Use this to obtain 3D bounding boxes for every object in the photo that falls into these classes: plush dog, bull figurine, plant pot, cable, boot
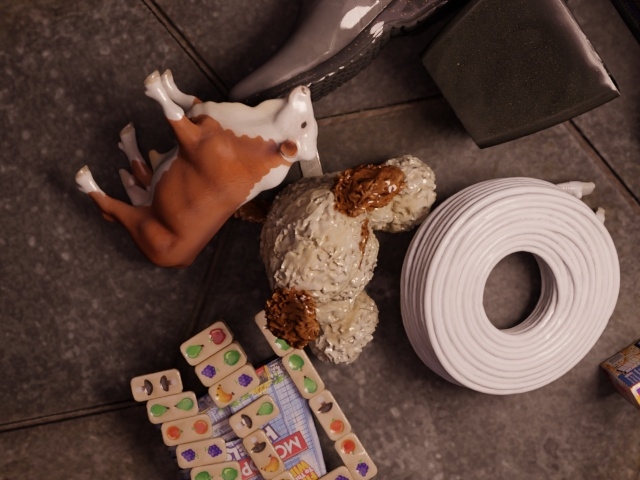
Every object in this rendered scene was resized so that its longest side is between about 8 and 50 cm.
[{"bbox_3d":[0.000,0.000,1.703,0.210,0.225,0.262,25,93,-3],"label":"plush dog"},{"bbox_3d":[-0.138,-0.089,1.702,0.188,0.101,0.310,44,126,0],"label":"bull figurine"},{"bbox_3d":[0.219,-0.204,1.727,0.167,0.187,0.188,-34,94,14],"label":"plant pot"},{"bbox_3d":[0.219,0.055,1.747,0.257,0.089,0.257,3,102,-22],"label":"cable"},{"bbox_3d":[-0.004,-0.298,1.757,0.338,0.118,0.222,-33,86,-5],"label":"boot"}]

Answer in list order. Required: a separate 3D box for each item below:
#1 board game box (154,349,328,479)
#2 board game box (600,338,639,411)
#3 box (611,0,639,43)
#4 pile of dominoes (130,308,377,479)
[{"bbox_3d":[-0.071,0.254,1.800,0.194,0.060,0.194,-28,93,1],"label":"board game box"},{"bbox_3d":[0.431,0.122,1.758,0.193,0.147,0.045,-32,97,1],"label":"board game box"},{"bbox_3d":[0.417,-0.295,1.671,0.143,0.270,0.165,-35,93,1],"label":"box"},{"bbox_3d":[-0.079,0.215,1.747,0.196,0.040,0.251,-32,93,1],"label":"pile of dominoes"}]
